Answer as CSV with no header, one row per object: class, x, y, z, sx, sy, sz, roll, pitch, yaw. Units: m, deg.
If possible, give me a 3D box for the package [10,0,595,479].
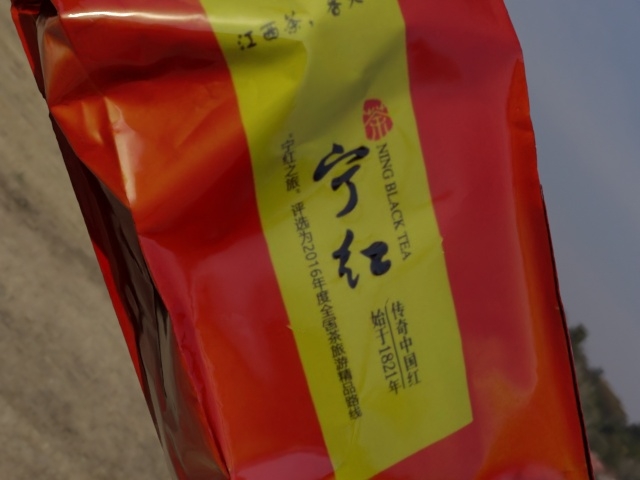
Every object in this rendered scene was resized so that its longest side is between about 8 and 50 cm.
package,0.001,0.001,0.525,0.123,0.196,0.423,34,-36,60
